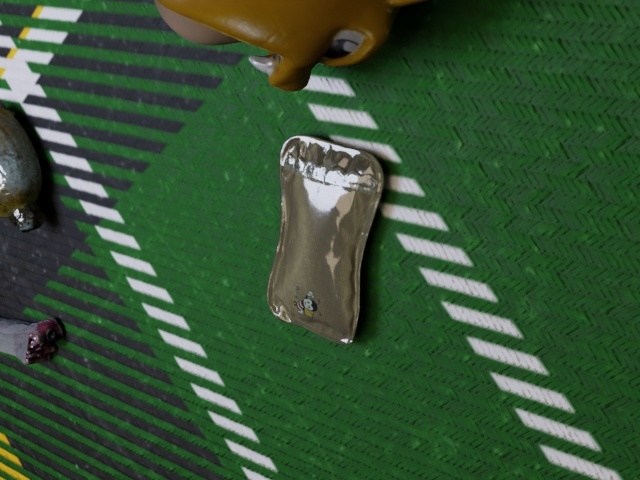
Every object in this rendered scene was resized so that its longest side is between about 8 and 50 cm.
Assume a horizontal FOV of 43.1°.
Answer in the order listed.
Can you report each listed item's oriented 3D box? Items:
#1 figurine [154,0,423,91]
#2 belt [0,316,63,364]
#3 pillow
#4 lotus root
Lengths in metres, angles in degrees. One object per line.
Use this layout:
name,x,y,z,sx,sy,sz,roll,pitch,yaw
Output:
figurine,-0.059,-0.309,0.620,0.268,0.387,0.401,-59,26,-9
belt,-0.479,0.145,1.232,0.232,0.053,0.071,3,96,35
pillow,0.000,0.000,0.865,0.130,0.033,0.217,20,113,29
lotus root,-0.441,-0.097,1.118,0.113,0.088,0.192,-30,85,30
